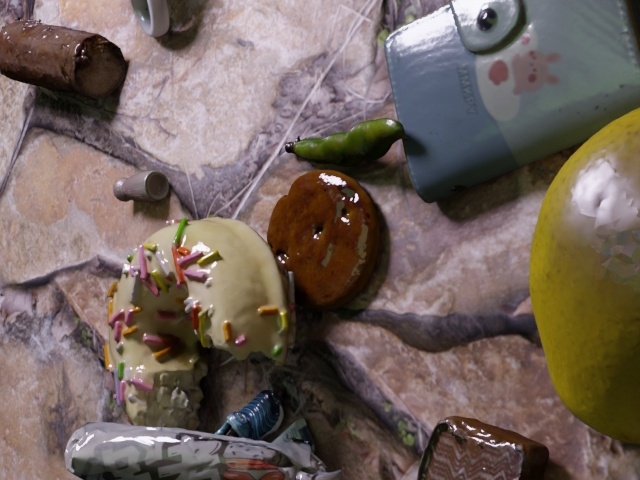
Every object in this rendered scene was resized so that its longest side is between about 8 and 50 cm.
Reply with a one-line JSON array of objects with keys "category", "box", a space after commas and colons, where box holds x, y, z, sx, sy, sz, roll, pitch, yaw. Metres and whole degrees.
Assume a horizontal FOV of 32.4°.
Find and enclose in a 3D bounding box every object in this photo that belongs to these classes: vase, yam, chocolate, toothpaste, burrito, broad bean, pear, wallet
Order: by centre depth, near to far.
[{"category": "pear", "box": [0.352, 0.026, 1.168, 0.340, 0.191, 0.386, 21, 97, 42]}, {"category": "chocolate", "box": [0.189, 0.330, 1.331, 0.148, 0.093, 0.214, 16, 93, 44]}, {"category": "wallet", "box": [0.239, -0.217, 1.384, 0.360, 0.083, 0.252, -23, 74, 36]}, {"category": "burrito", "box": [-0.158, 0.314, 1.541, 0.446, 0.139, 0.101, 4, 70, 17]}, {"category": "broad bean", "box": [0.040, -0.132, 1.548, 0.060, 0.043, 0.297, 56, 153, -16]}, {"category": "toothpaste", "box": [-0.089, 0.338, 1.617, 0.216, 0.037, 0.062, -40, 59, 26]}, {"category": "vase", "box": [-0.306, -0.089, 1.868, 0.101, 0.053, 0.053, -4, 81, 46]}, {"category": "yam", "box": [-0.484, -0.336, 2.020, 0.280, 0.131, 0.131, 18, 95, 42]}]

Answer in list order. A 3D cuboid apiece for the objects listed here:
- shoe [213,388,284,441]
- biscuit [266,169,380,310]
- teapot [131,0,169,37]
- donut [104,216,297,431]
[{"category": "shoe", "box": [-0.110, 0.272, 1.623, 0.143, 0.071, 0.064, -48, 56, 21]}, {"category": "biscuit", "box": [0.000, 0.000, 1.590, 0.212, 0.036, 0.212, -7, 80, 42]}, {"category": "teapot", "box": [-0.343, -0.548, 1.866, 0.423, 0.252, 0.280, 69, 164, -2]}, {"category": "donut", "box": [-0.197, 0.118, 1.655, 0.371, 0.150, 0.307, -43, 54, 37]}]
